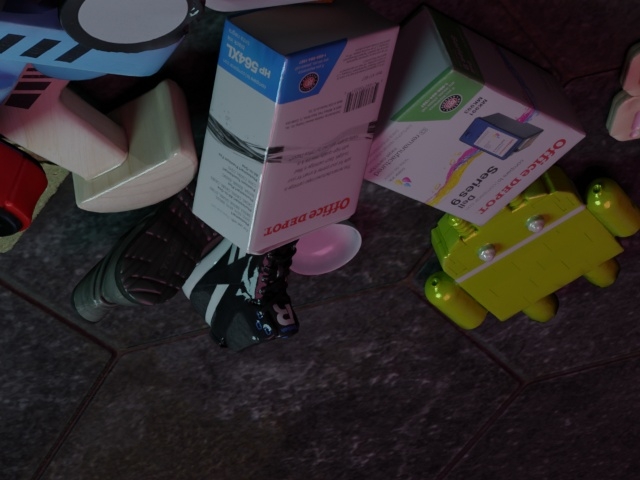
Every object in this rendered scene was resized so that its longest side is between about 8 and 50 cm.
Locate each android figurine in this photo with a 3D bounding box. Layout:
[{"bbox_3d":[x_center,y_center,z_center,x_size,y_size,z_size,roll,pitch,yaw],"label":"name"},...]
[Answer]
[{"bbox_3d":[0.230,0.006,2.027,0.248,0.056,0.273,-30,145,14],"label":"android figurine"}]

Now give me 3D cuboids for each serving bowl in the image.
[{"bbox_3d":[0.000,0.000,1.926,0.083,0.027,0.083,-13,145,-10],"label":"serving bowl"}]

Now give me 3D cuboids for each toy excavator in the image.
[{"bbox_3d":[-0.231,-0.180,1.463,0.433,0.222,0.445,5,151,-33],"label":"toy excavator"}]

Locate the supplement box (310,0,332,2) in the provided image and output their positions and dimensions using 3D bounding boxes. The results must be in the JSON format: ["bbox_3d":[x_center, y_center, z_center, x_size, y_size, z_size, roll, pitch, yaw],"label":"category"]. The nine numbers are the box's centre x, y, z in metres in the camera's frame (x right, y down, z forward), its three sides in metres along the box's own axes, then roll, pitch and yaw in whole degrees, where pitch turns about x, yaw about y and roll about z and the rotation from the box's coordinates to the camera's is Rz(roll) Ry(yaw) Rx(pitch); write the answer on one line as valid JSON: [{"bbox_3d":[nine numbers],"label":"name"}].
[{"bbox_3d":[-0.032,-0.239,1.587,0.098,0.036,0.062,-4,141,-22],"label":"supplement box"}]

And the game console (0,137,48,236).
[{"bbox_3d":[-0.445,-0.089,1.446,0.342,0.060,0.386,-1,158,38],"label":"game console"}]

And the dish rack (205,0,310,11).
[{"bbox_3d":[0.042,-0.331,1.438,0.285,0.072,0.333,-13,146,-33],"label":"dish rack"}]

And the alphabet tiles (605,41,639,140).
[{"bbox_3d":[0.441,-0.178,1.914,0.284,0.021,0.278,-11,143,-13],"label":"alphabet tiles"}]

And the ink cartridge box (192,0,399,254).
[{"bbox_3d":[-0.024,-0.107,1.640,0.148,0.086,0.203,-21,135,-43],"label":"ink cartridge box"}]

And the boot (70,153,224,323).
[{"bbox_3d":[-0.139,-0.021,1.778,0.246,0.083,0.161,-45,-166,-24],"label":"boot"}]

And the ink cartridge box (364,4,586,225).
[{"bbox_3d":[0.130,-0.116,1.782,0.154,0.093,0.212,-41,141,26],"label":"ink cartridge box"}]

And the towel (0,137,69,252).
[{"bbox_3d":[-0.307,-0.044,1.718,0.110,0.027,0.148,9,134,-36],"label":"towel"}]

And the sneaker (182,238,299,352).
[{"bbox_3d":[-0.044,0.032,1.855,0.079,0.121,0.217,-17,157,-47],"label":"sneaker"}]
